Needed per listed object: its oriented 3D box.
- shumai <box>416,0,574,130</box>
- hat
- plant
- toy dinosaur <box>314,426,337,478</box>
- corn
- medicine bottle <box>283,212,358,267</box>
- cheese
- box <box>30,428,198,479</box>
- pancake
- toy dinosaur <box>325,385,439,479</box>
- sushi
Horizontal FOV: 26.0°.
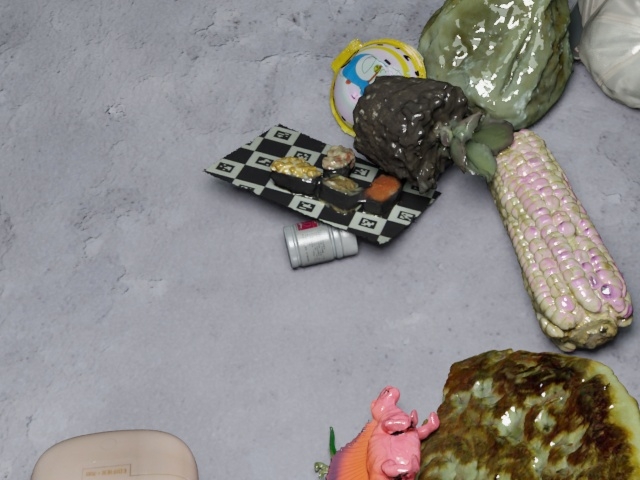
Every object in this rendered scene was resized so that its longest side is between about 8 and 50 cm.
[{"bbox_3d":[0.246,-0.300,1.949,0.225,0.222,0.260,9,59,13],"label":"shumai"},{"bbox_3d":[0.467,-0.315,1.978,0.232,0.161,0.275,-1,50,0],"label":"hat"},{"bbox_3d":[0.146,-0.140,1.830,0.142,0.131,0.203,-33,39,-33],"label":"plant"},{"bbox_3d":[0.025,0.278,1.664,0.060,0.029,0.119,4,48,-9],"label":"toy dinosaur"},{"bbox_3d":[0.298,-0.008,1.785,0.127,0.126,0.335,-14,53,-4],"label":"corn"},{"bbox_3d":[0.000,0.000,1.848,0.091,0.058,0.058,-12,53,-3],"label":"medicine bottle"},{"bbox_3d":[0.104,-0.189,1.961,0.156,0.064,0.250,-46,66,14],"label":"cheese"},{"bbox_3d":[-0.243,0.291,1.633,0.200,0.088,0.146,-7,44,1],"label":"box"},{"bbox_3d":[0.229,0.259,1.519,0.304,0.067,0.427,-54,28,-13],"label":"pancake"},{"bbox_3d":[0.059,0.278,1.573,0.139,0.070,0.286,-21,36,21],"label":"toy dinosaur"},{"bbox_3d":[0.009,-0.095,1.882,0.280,0.043,0.192,25,36,22],"label":"sushi"}]
